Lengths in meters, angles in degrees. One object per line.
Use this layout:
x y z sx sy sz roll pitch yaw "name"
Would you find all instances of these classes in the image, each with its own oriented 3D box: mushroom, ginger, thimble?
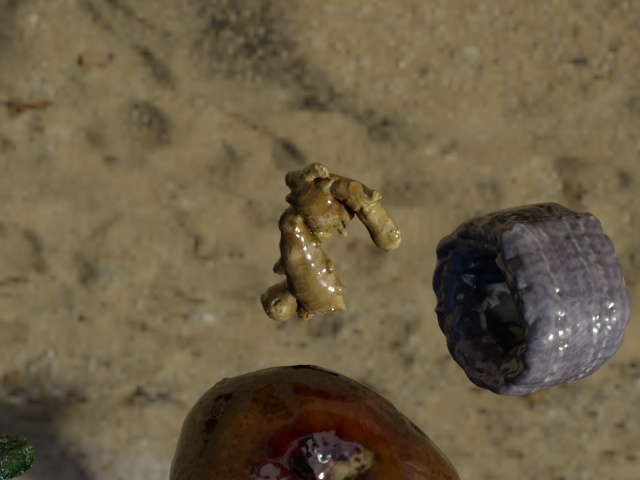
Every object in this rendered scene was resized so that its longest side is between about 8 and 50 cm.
-0.003 0.253 1.562 0.267 0.267 0.254 2 139 2 "mushroom"
0.000 0.000 1.827 0.193 0.176 0.052 -15 -160 27 "ginger"
0.162 0.045 1.366 0.098 0.150 0.150 -9 170 -30 "thimble"

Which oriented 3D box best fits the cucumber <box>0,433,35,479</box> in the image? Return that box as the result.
-0.279 0.174 1.119 0.043 0.044 0.256 -6 -168 38 "cucumber"
